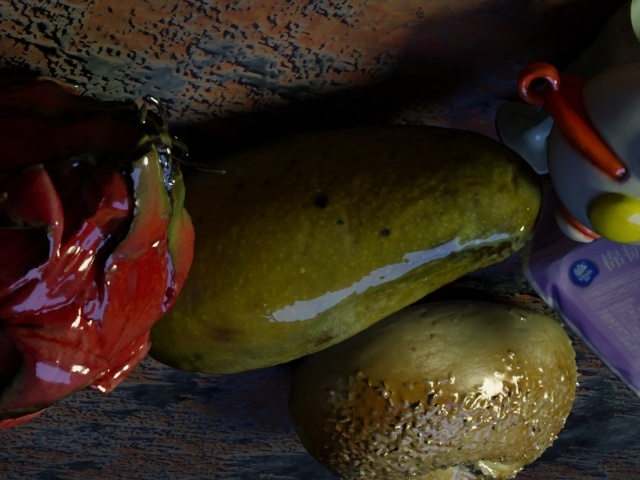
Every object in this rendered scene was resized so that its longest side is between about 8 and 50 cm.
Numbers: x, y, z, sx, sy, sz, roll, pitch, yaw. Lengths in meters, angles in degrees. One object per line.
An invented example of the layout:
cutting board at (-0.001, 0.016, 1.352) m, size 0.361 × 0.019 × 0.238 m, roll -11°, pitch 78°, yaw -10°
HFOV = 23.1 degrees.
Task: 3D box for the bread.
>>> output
bread at (0.121, 0.168, 1.575) m, size 0.306 × 0.158 × 0.305 m, roll -11°, pitch 153°, yaw -6°

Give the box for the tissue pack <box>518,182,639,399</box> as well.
tissue pack at (0.364, 0.000, 1.247) m, size 0.338 × 0.160 × 0.242 m, roll -28°, pitch 114°, yaw 40°

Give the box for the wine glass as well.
wine glass at (0.200, -0.114, 1.148) m, size 0.073 × 0.073 × 0.155 m, roll 8°, pitch 151°, yaw -37°

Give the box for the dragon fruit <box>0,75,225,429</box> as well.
dragon fruit at (-0.174, 0.000, 0.999) m, size 0.293 × 0.233 × 0.234 m, roll -14°, pitch 160°, yaw 42°

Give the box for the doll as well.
doll at (0.276, -0.025, 1.073) m, size 0.336 × 0.105 × 0.200 m, roll 34°, pitch 129°, yaw -10°

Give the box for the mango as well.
mango at (-0.003, -0.006, 1.146) m, size 0.330 × 0.176 × 0.175 m, roll -27°, pitch 144°, yaw 11°
